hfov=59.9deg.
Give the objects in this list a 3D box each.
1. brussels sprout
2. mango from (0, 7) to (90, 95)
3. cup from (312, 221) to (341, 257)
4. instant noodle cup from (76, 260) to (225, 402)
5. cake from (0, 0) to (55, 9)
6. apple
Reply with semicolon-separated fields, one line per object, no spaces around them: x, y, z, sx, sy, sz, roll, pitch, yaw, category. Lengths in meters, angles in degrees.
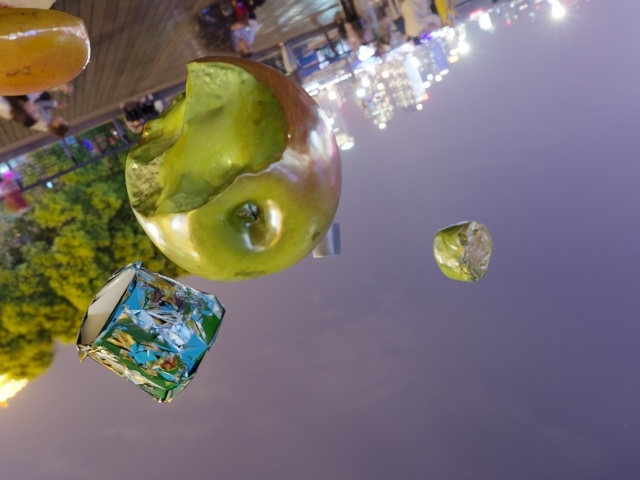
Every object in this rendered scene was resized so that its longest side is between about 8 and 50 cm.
0.348;0.024;1.390;0.122;0.152;0.149;7;-172;43;brussels sprout
-0.418;-0.255;0.756;0.141;0.102;0.217;-5;-167;39;mango
0.000;0.000;1.327;0.100;0.077;0.078;-7;-179;-7;cup
-0.324;0.161;1.038;0.240;0.178;0.240;-36;-147;28;instant noodle cup
-0.669;-0.544;1.013;0.319;0.270;0.269;-9;179;29;cake
-0.097;-0.075;0.626;0.246;0.246;0.226;-21;-142;10;apple
